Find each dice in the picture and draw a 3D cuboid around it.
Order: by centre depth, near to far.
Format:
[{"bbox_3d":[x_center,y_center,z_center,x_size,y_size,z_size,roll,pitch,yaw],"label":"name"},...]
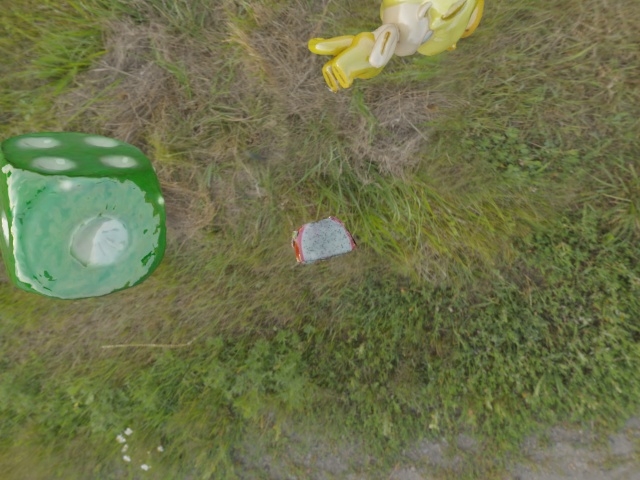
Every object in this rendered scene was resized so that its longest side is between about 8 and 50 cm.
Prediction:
[{"bbox_3d":[-0.531,-0.062,0.957,0.300,0.297,0.287,38,126,39],"label":"dice"}]

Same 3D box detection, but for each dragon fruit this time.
[{"bbox_3d":[0.000,0.000,0.585,0.083,0.060,0.056,-17,85,-11],"label":"dragon fruit"}]

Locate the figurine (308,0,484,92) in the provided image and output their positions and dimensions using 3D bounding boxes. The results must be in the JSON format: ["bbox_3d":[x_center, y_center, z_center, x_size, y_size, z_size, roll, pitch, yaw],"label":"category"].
[{"bbox_3d":[0.109,-0.284,0.566,0.246,0.156,0.131,-39,111,-12],"label":"figurine"}]
